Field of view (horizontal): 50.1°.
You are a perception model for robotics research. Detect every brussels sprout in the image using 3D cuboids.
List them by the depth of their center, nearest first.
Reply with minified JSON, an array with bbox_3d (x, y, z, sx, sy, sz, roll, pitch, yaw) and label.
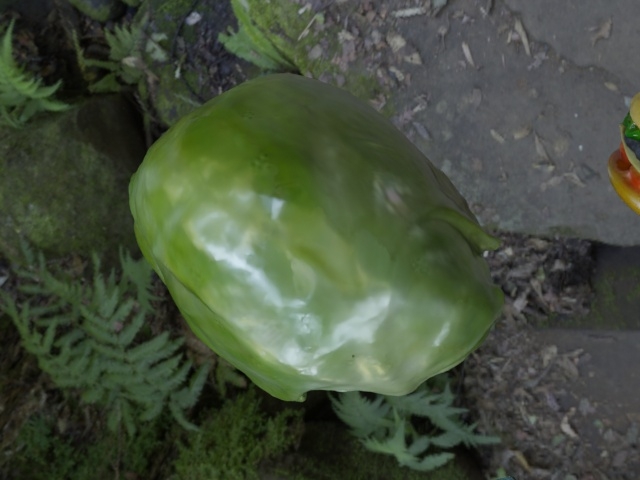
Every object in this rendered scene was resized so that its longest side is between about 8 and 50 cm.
[{"bbox_3d":[-0.009,0.000,0.587,0.247,0.328,0.328,-38,112,19],"label":"brussels sprout"}]

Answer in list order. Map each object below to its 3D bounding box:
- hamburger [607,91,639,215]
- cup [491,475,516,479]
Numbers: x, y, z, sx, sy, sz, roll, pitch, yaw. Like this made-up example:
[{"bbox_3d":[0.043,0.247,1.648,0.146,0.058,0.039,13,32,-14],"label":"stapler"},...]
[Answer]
[{"bbox_3d":[0.330,-0.069,0.587,0.161,0.162,0.115,16,126,2],"label":"hamburger"},{"bbox_3d":[0.324,0.485,1.069,0.148,0.236,0.134,-31,117,4],"label":"cup"}]
